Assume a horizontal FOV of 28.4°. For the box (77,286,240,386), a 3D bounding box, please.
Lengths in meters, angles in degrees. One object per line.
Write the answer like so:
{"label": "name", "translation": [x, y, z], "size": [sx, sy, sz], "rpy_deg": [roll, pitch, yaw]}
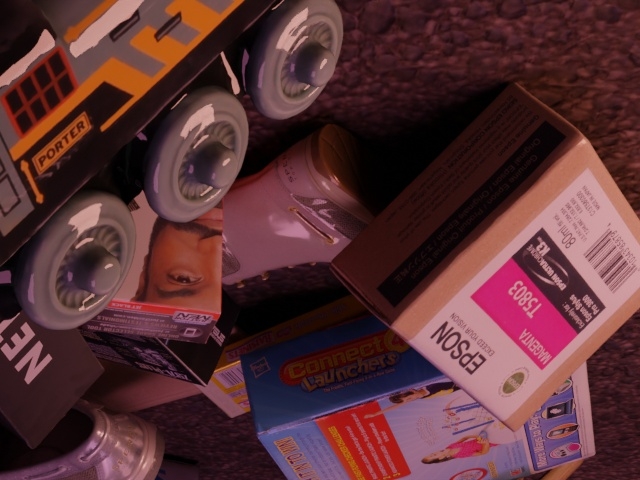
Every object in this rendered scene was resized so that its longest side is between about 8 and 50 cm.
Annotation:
{"label": "box", "translation": [-0.180, 0.040, 1.030], "size": [0.180, 0.077, 0.147], "rpy_deg": [11, 156, 27]}

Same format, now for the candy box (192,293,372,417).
{"label": "candy box", "translation": [-0.016, 0.108, 1.216], "size": [0.206, 0.027, 0.105], "rpy_deg": [-23, 149, 8]}

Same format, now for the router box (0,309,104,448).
{"label": "router box", "translation": [-0.297, -0.017, 0.830], "size": [0.243, 0.081, 0.309], "rpy_deg": [29, 155, 29]}

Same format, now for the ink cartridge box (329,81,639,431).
{"label": "ink cartridge box", "translation": [0.148, 0.022, 0.977], "size": [0.193, 0.088, 0.235], "rpy_deg": [-46, 140, 2]}

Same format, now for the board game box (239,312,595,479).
{"label": "board game box", "translation": [0.109, 0.166, 1.249], "size": [0.302, 0.086, 0.308], "rpy_deg": [-17, 148, 4]}

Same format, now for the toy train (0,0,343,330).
{"label": "toy train", "translation": [-0.112, -0.099, 0.653], "size": [0.142, 0.334, 0.190], "rpy_deg": [29, 152, 28]}

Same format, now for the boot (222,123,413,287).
{"label": "boot", "translation": [0.000, 0.000, 1.031], "size": [0.165, 0.077, 0.213], "rpy_deg": [-21, 139, 29]}

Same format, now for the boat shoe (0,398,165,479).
{"label": "boat shoe", "translation": [-0.304, 0.196, 1.276], "size": [0.320, 0.118, 0.103], "rpy_deg": [2, 152, 36]}

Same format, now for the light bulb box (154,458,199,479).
{"label": "light bulb box", "translation": [-0.333, 0.472, 1.543], "size": [0.225, 0.361, 0.358], "rpy_deg": [19, 144, -29]}

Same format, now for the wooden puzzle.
{"label": "wooden puzzle", "translation": [-0.176, 0.105, 1.244], "size": [0.221, 0.044, 0.239], "rpy_deg": [-17, 151, 24]}

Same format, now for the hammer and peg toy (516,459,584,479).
{"label": "hammer and peg toy", "translation": [0.158, 0.353, 1.480], "size": [0.361, 0.127, 0.266], "rpy_deg": [-22, 172, 42]}

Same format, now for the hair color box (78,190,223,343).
{"label": "hair color box", "translation": [-0.119, -0.014, 0.910], "size": [0.093, 0.167, 0.053], "rpy_deg": [8, 148, -16]}
